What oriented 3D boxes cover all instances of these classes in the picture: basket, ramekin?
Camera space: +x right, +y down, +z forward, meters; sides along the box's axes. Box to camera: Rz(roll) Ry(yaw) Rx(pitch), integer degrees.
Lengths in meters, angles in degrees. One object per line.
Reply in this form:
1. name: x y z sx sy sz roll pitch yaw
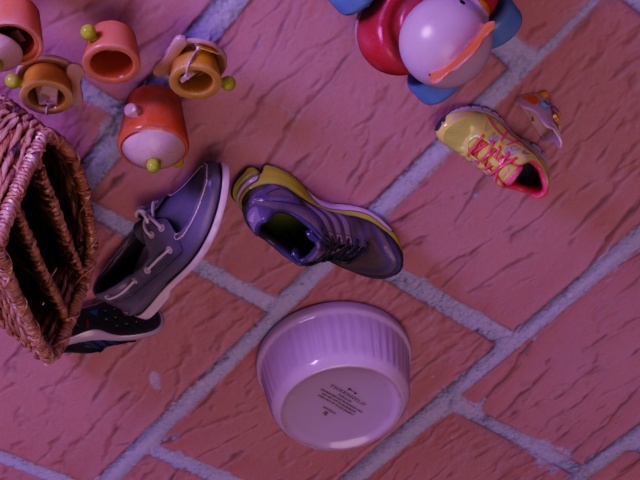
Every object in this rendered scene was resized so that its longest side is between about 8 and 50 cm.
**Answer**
1. basket: -0.382 -0.019 1.390 0.213 0.223 0.299 -42 151 -26
2. ramekin: 0.028 0.242 1.773 0.273 0.127 0.273 -4 129 -5

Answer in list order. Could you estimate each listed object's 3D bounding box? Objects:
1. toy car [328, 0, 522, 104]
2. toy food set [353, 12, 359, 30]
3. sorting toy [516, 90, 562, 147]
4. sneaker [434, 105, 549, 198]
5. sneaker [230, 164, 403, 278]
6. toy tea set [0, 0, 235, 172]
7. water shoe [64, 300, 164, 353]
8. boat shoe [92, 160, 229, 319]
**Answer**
1. toy car: 0.160 -0.270 1.285 0.210 0.238 0.219 -43 122 7
2. toy food set: 0.087 -0.300 1.410 0.083 0.020 0.082 20 123 -23
3. sorting toy: 0.330 -0.170 1.515 0.045 0.075 0.083 -30 127 16
4. sneaker: 0.262 -0.126 1.529 0.208 0.094 0.081 22 124 -22
5. sneaker: 0.000 0.000 1.575 0.300 0.121 0.111 23 123 -24
6. toy tea set: -0.286 -0.187 1.338 0.336 0.124 0.200 11 144 -25
7. water shoe: -0.352 0.141 1.687 0.203 0.073 0.080 -5 154 -3
8. boat shoe: -0.238 -0.002 1.545 0.099 0.116 0.319 19 129 -27
